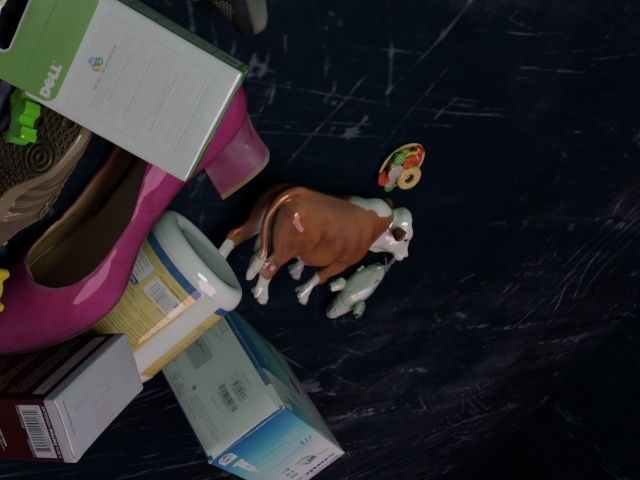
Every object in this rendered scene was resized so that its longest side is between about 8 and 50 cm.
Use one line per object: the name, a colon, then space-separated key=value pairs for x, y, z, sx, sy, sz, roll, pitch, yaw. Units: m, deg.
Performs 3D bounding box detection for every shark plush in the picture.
shark plush: x=0.068 y=0.065 z=1.269 sx=0.161 sy=0.073 sz=0.067 roll=-53 pitch=171 yaw=-14

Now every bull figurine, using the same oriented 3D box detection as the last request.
bull figurine: x=0.000 y=0.000 z=1.043 sx=0.188 sy=0.101 sz=0.310 roll=-47 pitch=147 yaw=19

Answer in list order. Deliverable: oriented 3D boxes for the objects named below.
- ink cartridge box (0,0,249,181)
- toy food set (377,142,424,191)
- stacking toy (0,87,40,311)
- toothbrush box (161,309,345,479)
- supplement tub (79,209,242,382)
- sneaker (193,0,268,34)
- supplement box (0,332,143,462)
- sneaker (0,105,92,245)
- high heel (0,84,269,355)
ink cartridge box: x=-0.178 y=-0.152 z=0.653 sx=0.209 sy=0.062 sz=0.109 roll=29 pitch=107 yaw=-9
toy food set: x=0.117 y=-0.105 z=1.099 sx=0.082 sy=0.020 sz=0.083 roll=-13 pitch=141 yaw=-33
stacking toy: x=-0.325 y=-0.046 z=0.623 sx=0.167 sy=0.052 sz=0.221 roll=16 pitch=82 yaw=-61
toothbrush box: x=-0.104 y=0.237 z=1.138 sx=0.126 sy=0.216 sz=0.295 roll=-36 pitch=147 yaw=-2
supplement tub: x=-0.208 y=0.076 z=0.895 sx=0.199 sy=0.144 sz=0.144 roll=-40 pitch=148 yaw=4
sneaker: x=-0.128 y=-0.239 z=0.630 sx=0.130 sy=0.087 sz=0.227 roll=-30 pitch=151 yaw=4
supplement box: x=-0.323 y=0.158 z=0.786 sx=0.130 sy=0.239 sz=0.073 roll=-51 pitch=134 yaw=-61
sneaker: x=-0.283 y=-0.060 z=0.741 sx=0.188 sy=0.066 sz=0.071 roll=-38 pitch=165 yaw=12
high heel: x=-0.230 y=-0.042 z=0.761 sx=0.377 sy=0.127 sz=0.181 roll=-42 pitch=145 yaw=-8
